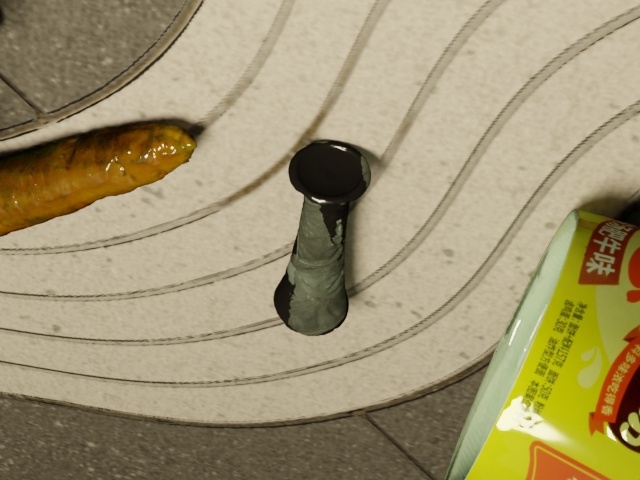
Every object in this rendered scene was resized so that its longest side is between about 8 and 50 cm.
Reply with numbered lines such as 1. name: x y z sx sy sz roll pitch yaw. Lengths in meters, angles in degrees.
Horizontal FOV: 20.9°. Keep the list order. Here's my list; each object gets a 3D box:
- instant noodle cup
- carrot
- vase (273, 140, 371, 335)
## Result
1. instant noodle cup: 0.224 0.128 1.172 0.221 0.311 0.311 23 143 3
2. carrot: -0.219 -0.037 1.275 0.314 0.066 0.066 -12 136 27
3. vase: 0.000 0.000 1.253 0.059 0.059 0.167 12 144 2
